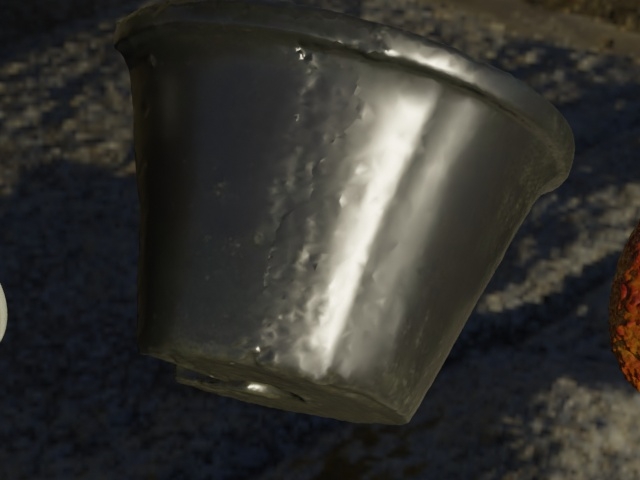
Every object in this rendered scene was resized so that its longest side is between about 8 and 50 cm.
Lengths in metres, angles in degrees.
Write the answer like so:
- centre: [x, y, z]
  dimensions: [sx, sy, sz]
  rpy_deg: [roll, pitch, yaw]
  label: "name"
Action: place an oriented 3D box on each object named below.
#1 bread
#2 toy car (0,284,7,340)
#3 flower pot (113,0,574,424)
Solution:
- centre: [0.346, 0.025, 1.391]
  dimensions: [0.139, 0.268, 0.095]
  rpy_deg: [19, 4, -10]
  label: "bread"
- centre: [-0.313, 0.049, 1.114]
  dimensions: [0.139, 0.112, 0.112]
  rpy_deg: [24, 50, 17]
  label: "toy car"
- centre: [0.000, 0.000, 1.178]
  dimensions: [0.379, 0.379, 0.251]
  rpy_deg: [11, 75, 10]
  label: "flower pot"
